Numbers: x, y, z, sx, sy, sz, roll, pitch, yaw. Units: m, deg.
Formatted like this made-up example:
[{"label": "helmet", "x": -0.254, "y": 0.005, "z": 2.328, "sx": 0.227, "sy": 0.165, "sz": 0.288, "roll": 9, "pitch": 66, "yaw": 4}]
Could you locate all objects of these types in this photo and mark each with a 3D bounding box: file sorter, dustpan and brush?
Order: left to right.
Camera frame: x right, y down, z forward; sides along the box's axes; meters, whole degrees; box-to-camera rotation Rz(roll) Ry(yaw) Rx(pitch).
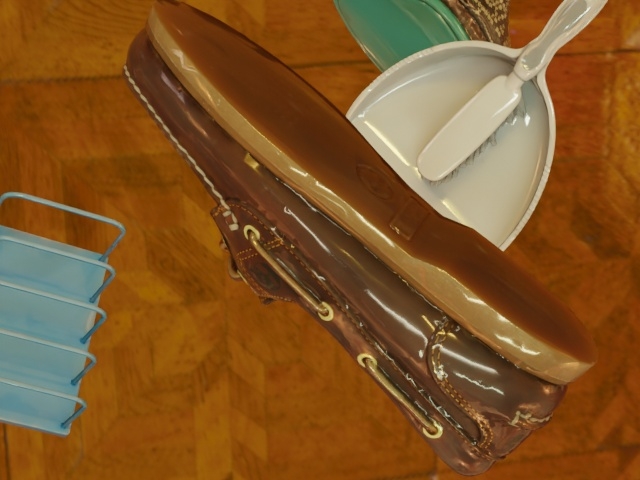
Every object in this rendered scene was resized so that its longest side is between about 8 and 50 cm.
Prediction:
[{"label": "file sorter", "x": -0.241, "y": 0.061, "z": 1.035, "sx": 0.118, "sy": 0.104, "sz": 0.170, "roll": 17, "pitch": 64, "yaw": -18}, {"label": "dustpan and brush", "x": 0.120, "y": -0.096, "z": 0.814, "sx": 0.147, "sy": 0.060, "sz": 0.211, "roll": 47, "pitch": 107, "yaw": 10}]

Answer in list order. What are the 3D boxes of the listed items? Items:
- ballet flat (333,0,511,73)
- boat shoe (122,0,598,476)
[{"label": "ballet flat", "x": 0.049, "y": -0.264, "z": 1.028, "sx": 0.483, "sy": 0.164, "sz": 0.182, "roll": 31, "pitch": 80, "yaw": -44}, {"label": "boat shoe", "x": 0.000, "y": 0.000, "z": 0.447, "sx": 0.207, "sy": 0.073, "sz": 0.073, "roll": 44, "pitch": 116, "yaw": 11}]
